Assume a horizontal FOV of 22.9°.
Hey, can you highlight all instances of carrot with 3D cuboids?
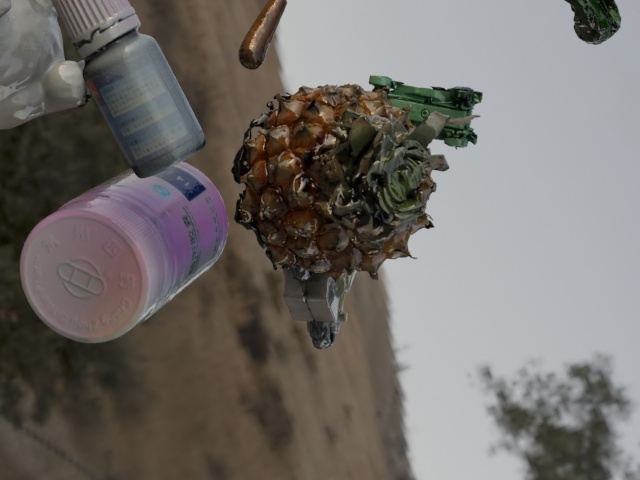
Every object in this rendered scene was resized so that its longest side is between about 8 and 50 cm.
[{"bbox_3d":[-0.064,-0.228,1.736,0.032,0.032,0.093,89,23,-66],"label":"carrot"}]

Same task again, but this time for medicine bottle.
[{"bbox_3d":[-0.211,0.007,1.737,0.254,0.152,0.152,-45,119,-69],"label":"medicine bottle"},{"bbox_3d":[-0.191,-0.167,1.565,0.203,0.083,0.083,65,-7,-10],"label":"medicine bottle"}]

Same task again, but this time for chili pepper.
[{"bbox_3d":[0.290,-0.265,1.785,0.073,0.050,0.182,18,-7,39],"label":"chili pepper"}]

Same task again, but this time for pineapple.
[{"bbox_3d":[0.053,-0.065,1.776,0.271,0.262,0.262,-170,-119,-74],"label":"pineapple"}]

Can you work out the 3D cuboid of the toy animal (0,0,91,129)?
[{"bbox_3d":[-0.445,-0.213,1.760,0.258,0.357,0.194,-33,-109,46],"label":"toy animal"}]

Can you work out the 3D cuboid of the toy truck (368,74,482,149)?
[{"bbox_3d":[0.134,-0.166,2.041,0.078,0.154,0.080,-15,113,-69],"label":"toy truck"}]

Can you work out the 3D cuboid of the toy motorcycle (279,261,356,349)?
[{"bbox_3d":[0.000,0.000,2.094,0.341,0.107,0.223,73,23,-67],"label":"toy motorcycle"}]
